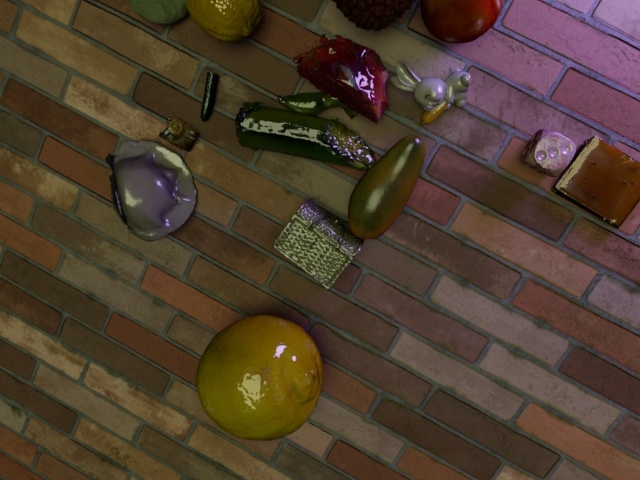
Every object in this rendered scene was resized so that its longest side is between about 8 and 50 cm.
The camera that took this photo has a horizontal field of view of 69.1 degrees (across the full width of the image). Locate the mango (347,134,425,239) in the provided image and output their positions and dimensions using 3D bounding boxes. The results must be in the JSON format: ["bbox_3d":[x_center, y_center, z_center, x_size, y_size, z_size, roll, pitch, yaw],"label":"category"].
[{"bbox_3d":[0.170,-0.132,1.187,0.289,0.146,0.129,-52,48,9],"label":"mango"}]

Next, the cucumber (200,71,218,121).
[{"bbox_3d":[-0.306,-0.392,1.275,0.032,0.032,0.133,15,101,6],"label":"cucumber"}]

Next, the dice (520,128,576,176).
[{"bbox_3d":[0.555,-0.213,1.134,0.093,0.094,0.091,29,104,5],"label":"dice"}]

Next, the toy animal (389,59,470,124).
[{"bbox_3d":[0.271,-0.376,1.167,0.182,0.131,0.127,-6,67,3],"label":"toy animal"}]

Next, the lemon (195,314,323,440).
[{"bbox_3d":[-0.162,0.361,1.239,0.348,0.348,0.347,2,100,9],"label":"lemon"}]

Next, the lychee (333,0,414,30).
[{"bbox_3d":[0.119,-0.635,1.042,0.276,0.275,0.304,1,117,9],"label":"lychee"}]

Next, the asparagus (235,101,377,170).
[{"bbox_3d":[-0.030,-0.269,1.213,0.382,0.108,0.128,13,117,5],"label":"asparagus"}]

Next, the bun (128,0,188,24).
[{"bbox_3d":[-0.418,-0.667,1.202,0.196,0.118,0.195,1,97,7],"label":"bun"}]

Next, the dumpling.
[{"bbox_3d":[-0.478,-0.145,1.285,0.205,0.163,0.292,-10,86,15],"label":"dumpling"}]

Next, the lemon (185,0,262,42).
[{"bbox_3d":[-0.240,-0.591,1.155,0.180,0.181,0.193,-46,61,14],"label":"lemon"}]

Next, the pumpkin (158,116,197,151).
[{"bbox_3d":[-0.396,-0.298,1.307,0.101,0.035,0.073,32,115,-1],"label":"pumpkin"}]

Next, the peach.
[{"bbox_3d":[0.325,-0.543,1.070,0.197,0.197,0.197,2,100,9],"label":"peach"}]

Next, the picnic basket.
[{"bbox_3d":[0.000,0.000,1.244,0.196,0.134,0.154,38,107,1],"label":"picnic basket"}]

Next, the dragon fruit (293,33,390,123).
[{"bbox_3d":[0.076,-0.431,1.137,0.274,0.126,0.161,32,83,-3],"label":"dragon fruit"}]

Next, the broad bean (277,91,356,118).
[{"bbox_3d":[-0.008,-0.361,1.223,0.214,0.048,0.070,7,100,5],"label":"broad bean"}]

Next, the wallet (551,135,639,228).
[{"bbox_3d":[0.702,-0.146,1.153,0.196,0.042,0.161,30,108,1],"label":"wallet"}]
